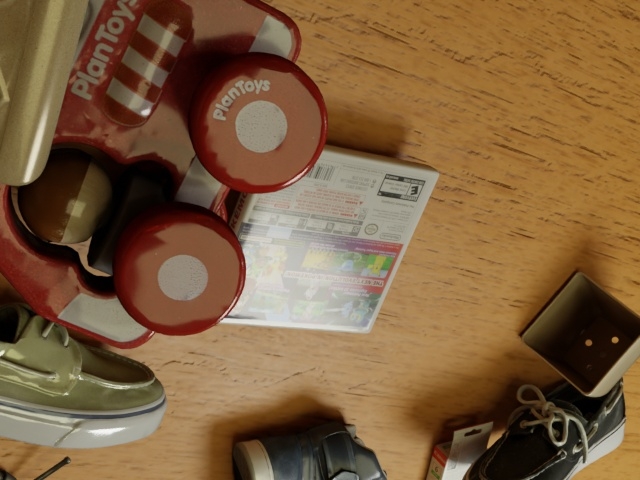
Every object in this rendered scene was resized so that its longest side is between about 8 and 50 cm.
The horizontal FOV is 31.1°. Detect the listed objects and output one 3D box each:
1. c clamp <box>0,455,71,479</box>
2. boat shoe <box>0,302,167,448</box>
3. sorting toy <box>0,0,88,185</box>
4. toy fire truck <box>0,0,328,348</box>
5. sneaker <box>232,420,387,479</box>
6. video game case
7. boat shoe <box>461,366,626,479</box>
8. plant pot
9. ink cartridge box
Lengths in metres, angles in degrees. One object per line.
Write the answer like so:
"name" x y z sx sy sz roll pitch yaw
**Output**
"c clamp" -0.323 0.203 1.012 0.137 0.022 0.161 -42 134 3
"boat shoe" -0.251 0.100 0.938 0.302 0.109 0.094 14 107 -37
"sorting toy" -0.286 -0.115 0.759 0.229 0.041 0.307 16 110 -10
"toy fire truck" -0.155 -0.080 0.873 0.254 0.169 0.302 26 102 -18
"sneaker" -0.009 0.296 1.244 0.163 0.086 0.226 -13 123 -25
"video game case" 0.000 0.000 1.073 0.201 0.023 0.183 7 113 -39
"boat shoe" 0.273 0.232 1.365 0.306 0.113 0.105 -19 120 -39
"plant pot" 0.323 0.121 1.359 0.109 0.109 0.096 -50 146 2
"ink cartridge box" 0.165 0.263 1.385 0.063 0.029 0.115 -7 121 -31
